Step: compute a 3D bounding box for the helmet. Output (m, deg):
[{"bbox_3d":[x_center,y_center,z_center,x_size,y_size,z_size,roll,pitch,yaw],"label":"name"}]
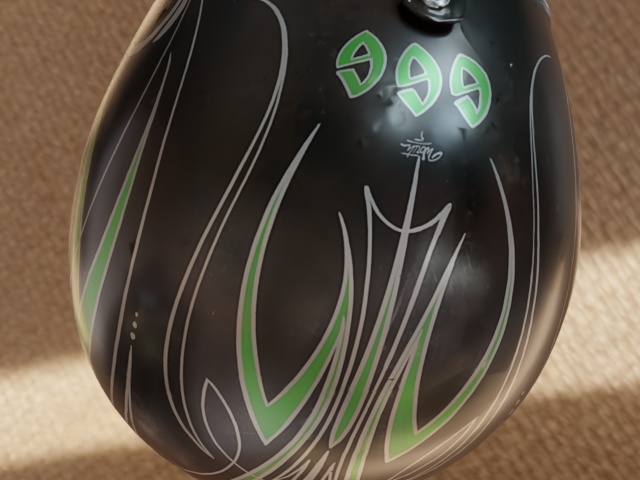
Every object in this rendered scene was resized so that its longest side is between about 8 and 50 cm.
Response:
[{"bbox_3d":[0.000,0.000,0.478,0.169,0.169,0.161,5,78,23],"label":"helmet"}]
